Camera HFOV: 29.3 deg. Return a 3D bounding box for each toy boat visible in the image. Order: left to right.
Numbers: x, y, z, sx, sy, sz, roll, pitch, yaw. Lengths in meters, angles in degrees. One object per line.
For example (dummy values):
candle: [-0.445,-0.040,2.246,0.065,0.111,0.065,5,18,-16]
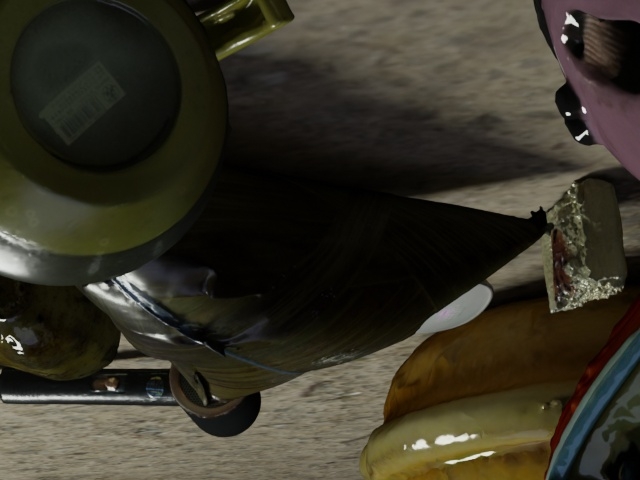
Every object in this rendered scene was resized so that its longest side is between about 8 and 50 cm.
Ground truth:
toy boat: [0.239,0.129,0.778,0.145,0.133,0.331,22,117,-7]

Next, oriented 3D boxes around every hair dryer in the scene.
hair dryer: [-0.179,0.128,1.066,0.256,0.070,0.128,1,162,5]

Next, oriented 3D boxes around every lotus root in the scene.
lotus root: [-0.176,0.042,0.765,0.089,0.080,0.179,14,168,11]

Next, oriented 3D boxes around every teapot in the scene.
teapot: [-0.089,-0.055,0.469,0.166,0.130,0.119,-31,-169,-28]

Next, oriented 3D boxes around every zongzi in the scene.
zongzi: [0.000,0.000,0.657,0.242,0.112,0.221,-17,158,10]

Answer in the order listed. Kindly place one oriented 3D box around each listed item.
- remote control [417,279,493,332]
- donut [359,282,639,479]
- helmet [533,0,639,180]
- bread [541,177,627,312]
remote control: [0.007,0.024,0.821,0.229,0.044,0.073,9,147,-15]
donut: [0.253,0.163,1.052,0.449,0.198,0.449,-6,162,-2]
helmet: [0.188,-0.079,0.360,0.253,0.154,0.198,-3,146,29]
bread: [0.161,0.004,0.764,0.035,0.070,0.083,-1,166,-9]
